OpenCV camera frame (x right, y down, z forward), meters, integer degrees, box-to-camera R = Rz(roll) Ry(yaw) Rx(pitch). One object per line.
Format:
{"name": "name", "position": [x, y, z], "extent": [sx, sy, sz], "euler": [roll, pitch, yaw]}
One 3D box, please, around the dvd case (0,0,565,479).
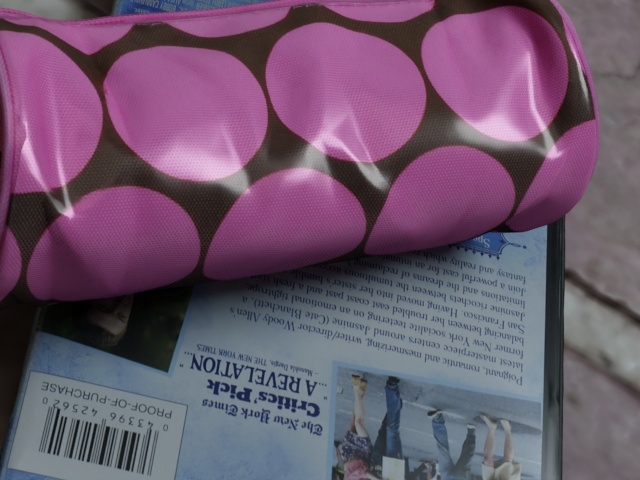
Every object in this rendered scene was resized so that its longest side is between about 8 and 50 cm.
{"name": "dvd case", "position": [0.000, 0.000, 0.532], "extent": [0.180, 0.022, 0.253], "euler": [14, 55, -10]}

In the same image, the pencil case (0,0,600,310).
{"name": "pencil case", "position": [-0.020, -0.038, 0.481], "extent": [0.209, 0.095, 0.098], "euler": [-10, 97, -26]}
